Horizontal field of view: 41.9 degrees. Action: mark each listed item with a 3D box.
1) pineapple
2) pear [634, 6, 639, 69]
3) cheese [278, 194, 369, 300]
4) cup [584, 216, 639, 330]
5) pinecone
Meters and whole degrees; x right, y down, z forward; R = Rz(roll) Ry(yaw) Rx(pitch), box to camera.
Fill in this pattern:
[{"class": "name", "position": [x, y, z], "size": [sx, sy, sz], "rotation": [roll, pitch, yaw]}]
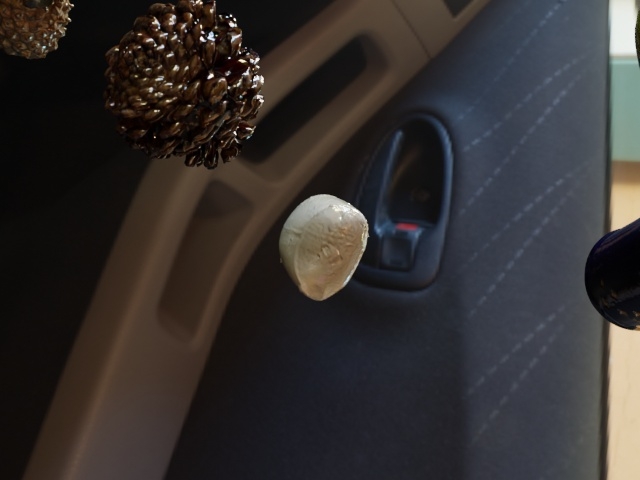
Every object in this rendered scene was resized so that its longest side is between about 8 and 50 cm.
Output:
[{"class": "pineapple", "position": [-0.333, -0.323, 1.012], "size": [0.125, 0.251, 0.125], "rotation": [16, 57, -26]}, {"class": "pear", "position": [0.504, -0.279, 0.984], "size": [0.292, 0.292, 0.160], "rotation": [-36, 109, -56]}, {"class": "cheese", "position": [0.000, 0.000, 1.680], "size": [0.198, 0.154, 0.189], "rotation": [-62, -164, 12]}, {"class": "cup", "position": [0.577, 0.038, 1.292], "size": [0.256, 0.254, 0.179], "rotation": [99, -9, -78]}, {"class": "pinecone", "position": [-0.173, -0.196, 1.101], "size": [0.221, 0.221, 0.222], "rotation": [-19, 112, -60]}]
